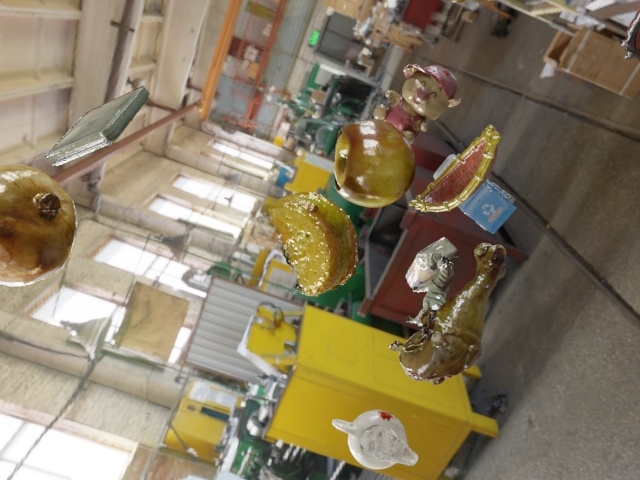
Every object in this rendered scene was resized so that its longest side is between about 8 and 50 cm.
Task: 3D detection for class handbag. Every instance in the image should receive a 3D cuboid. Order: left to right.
[{"bbox_3d":[0.311,0.075,1.508,0.117,0.095,0.173,-28,-22,-21],"label":"handbag"}]

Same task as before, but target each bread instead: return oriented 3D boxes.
[{"bbox_3d":[0.000,-0.005,1.272,0.147,0.260,0.160,-20,0,32],"label":"bread"}]

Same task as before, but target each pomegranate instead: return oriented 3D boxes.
[{"bbox_3d":[-0.526,-0.026,0.912,0.215,0.215,0.215,-160,90,-84],"label":"pomegranate"}]

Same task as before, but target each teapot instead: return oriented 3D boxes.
[{"bbox_3d":[0.134,0.498,1.345,0.092,0.226,0.145,136,154,-85],"label":"teapot"}]

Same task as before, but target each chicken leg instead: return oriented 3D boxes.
[{"bbox_3d":[0.337,0.194,1.241,0.361,0.211,0.140,-42,38,-12],"label":"chicken leg"}]

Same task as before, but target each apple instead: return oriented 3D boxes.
[{"bbox_3d":[0.128,-0.200,1.375,0.237,0.207,0.237,6,97,58],"label":"apple"}]

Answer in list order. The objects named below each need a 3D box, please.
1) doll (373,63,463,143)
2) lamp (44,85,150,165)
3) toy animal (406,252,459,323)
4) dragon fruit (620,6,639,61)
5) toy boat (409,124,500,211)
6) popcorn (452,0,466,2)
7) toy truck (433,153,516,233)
[{"bbox_3d":[0.304,-0.435,1.659,0.256,0.196,0.152,-45,24,18],"label":"doll"},{"bbox_3d":[-0.649,-0.339,1.557,0.269,0.047,0.266,-13,40,26],"label":"lamp"},{"bbox_3d":[0.301,0.151,1.404,0.176,0.073,0.217,126,159,-62],"label":"toy animal"},{"bbox_3d":[0.800,-0.519,1.164,0.343,0.282,0.100,38,-144,-57],"label":"dragon fruit"},{"bbox_3d":[0.358,-0.166,1.351,0.318,0.099,0.141,-48,36,46],"label":"toy boat"},{"bbox_3d":[0.351,-0.611,1.161,0.185,0.187,0.167,49,163,46],"label":"popcorn"},{"bbox_3d":[0.537,-0.170,1.862,0.146,0.175,0.367,-52,33,17],"label":"toy truck"}]
